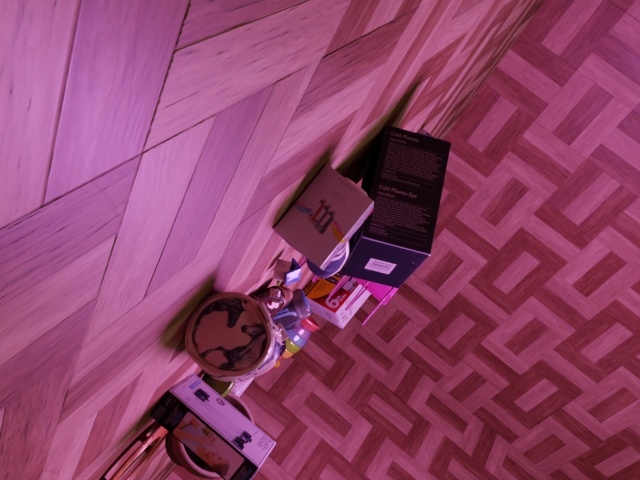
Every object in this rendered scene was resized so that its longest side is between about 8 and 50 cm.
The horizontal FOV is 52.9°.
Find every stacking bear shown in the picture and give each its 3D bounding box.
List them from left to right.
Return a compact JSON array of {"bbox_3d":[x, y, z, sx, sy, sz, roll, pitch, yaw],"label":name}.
[{"bbox_3d":[-0.159,0.383,2.462,0.289,0.164,0.175,-47,173,0],"label":"stacking bear"}]

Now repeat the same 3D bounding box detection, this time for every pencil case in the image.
[{"bbox_3d":[-0.168,0.209,1.359,0.183,0.160,0.410,-38,171,-9],"label":"pencil case"}]

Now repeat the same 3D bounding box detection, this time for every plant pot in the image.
[{"bbox_3d":[-0.368,0.610,2.000,0.229,0.263,0.263,-32,-170,47],"label":"plant pot"}]

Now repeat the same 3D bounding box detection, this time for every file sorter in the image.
[{"bbox_3d":[0.102,0.087,2.003,0.182,0.290,0.202,-40,167,-46],"label":"file sorter"}]

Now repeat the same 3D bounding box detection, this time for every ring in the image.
[{"bbox_3d":[-0.520,0.611,1.746,0.336,0.032,0.336,-49,173,-8],"label":"ring"}]

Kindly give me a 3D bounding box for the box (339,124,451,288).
[{"bbox_3d":[0.192,-0.076,1.708,0.343,0.179,0.312,111,-7,-71],"label":"box"}]

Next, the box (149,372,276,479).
[{"bbox_3d":[-0.263,0.475,1.613,0.087,0.290,0.169,-52,173,9],"label":"box"}]

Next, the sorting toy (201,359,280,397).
[{"bbox_3d":[-0.249,0.416,1.870,0.365,0.126,0.127,-43,-143,-4],"label":"sorting toy"}]

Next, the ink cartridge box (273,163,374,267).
[{"bbox_3d":[0.009,-0.043,1.337,0.176,0.127,0.128,-50,174,-2],"label":"ink cartridge box"}]

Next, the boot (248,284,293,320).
[{"bbox_3d":[-0.193,0.218,1.721,0.248,0.090,0.207,-52,161,20],"label":"boot"}]

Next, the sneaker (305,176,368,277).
[{"bbox_3d":[0.000,0.000,1.566,0.148,0.131,0.350,-46,163,-36],"label":"sneaker"}]

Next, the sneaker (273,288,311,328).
[{"bbox_3d":[-0.133,0.232,2.089,0.139,0.125,0.341,-20,168,-15],"label":"sneaker"}]

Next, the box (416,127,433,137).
[{"bbox_3d":[0.331,-0.321,2.306,0.169,0.059,0.054,-49,171,-20],"label":"box"}]

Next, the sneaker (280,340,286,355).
[{"bbox_3d":[-0.241,0.375,2.042,0.124,0.107,0.283,-16,180,39],"label":"sneaker"}]

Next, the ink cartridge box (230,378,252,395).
[{"bbox_3d":[-0.344,0.536,2.221,0.237,0.100,0.172,-53,173,23],"label":"ink cartridge box"}]

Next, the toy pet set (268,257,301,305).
[{"bbox_3d":[-0.082,0.096,1.624,0.122,0.065,0.114,-72,173,-47],"label":"toy pet set"}]

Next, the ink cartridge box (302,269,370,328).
[{"bbox_3d":[0.069,0.175,2.736,0.309,0.272,0.130,-49,142,-22],"label":"ink cartridge box"}]
